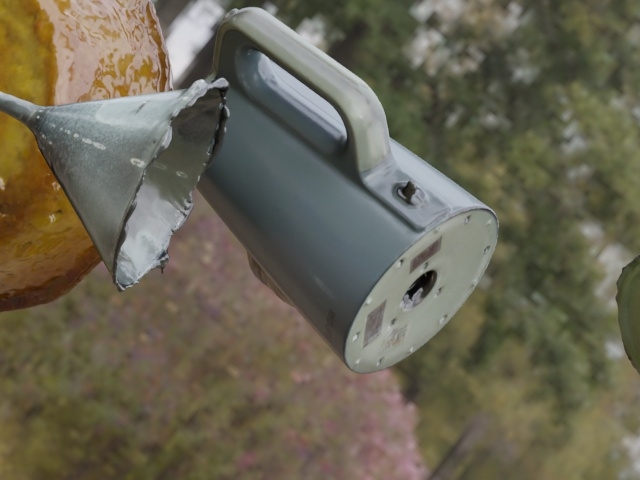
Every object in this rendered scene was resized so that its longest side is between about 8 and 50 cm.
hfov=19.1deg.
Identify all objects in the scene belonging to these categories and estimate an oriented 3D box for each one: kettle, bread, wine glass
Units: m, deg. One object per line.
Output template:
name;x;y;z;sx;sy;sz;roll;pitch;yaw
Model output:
kettle;-0.001;-0.050;1.459;0.243;0.160;0.211;43;-28;24
bread;-0.259;-0.096;1.482;0.312;0.312;0.172;36;11;27
wine glass;-0.193;-0.082;1.237;0.232;0.156;0.156;26;-6;10

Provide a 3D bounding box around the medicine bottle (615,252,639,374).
medicine bottle;0.350;0.057;1.636;0.147;0.143;0.147;27;-56;50

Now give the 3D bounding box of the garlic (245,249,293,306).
garlic;0.000;0.000;1.803;0.159;0.147;0.102;19;-27;22
